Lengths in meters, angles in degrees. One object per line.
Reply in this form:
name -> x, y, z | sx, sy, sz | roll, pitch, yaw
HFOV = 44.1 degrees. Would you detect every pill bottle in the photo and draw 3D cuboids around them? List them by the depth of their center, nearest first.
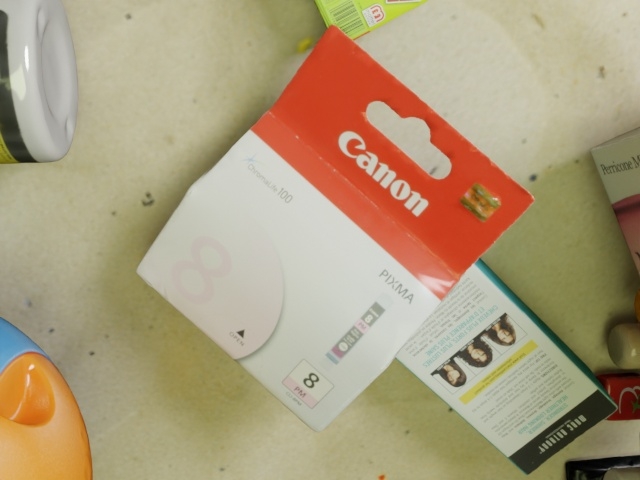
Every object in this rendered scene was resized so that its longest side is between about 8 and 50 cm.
pill bottle -> -0.275, -0.107, 0.510 | 0.208, 0.119, 0.119 | -1, 114, -3

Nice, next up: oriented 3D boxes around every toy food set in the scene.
toy food set -> 0.307, 0.151, 0.666 | 0.104, 0.111, 0.232 | -1, 87, -10

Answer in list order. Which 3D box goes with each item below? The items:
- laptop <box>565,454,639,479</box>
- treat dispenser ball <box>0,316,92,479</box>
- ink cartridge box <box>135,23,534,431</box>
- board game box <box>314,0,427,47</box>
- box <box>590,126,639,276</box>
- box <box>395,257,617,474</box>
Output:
laptop -> 0.356, 0.334, 0.811 | 0.234, 0.136, 0.265 | -5, 88, -3
treat dispenser ball -> -0.305, 0.175, 0.538 | 0.288, 0.288, 0.288 | -2, 114, -4
ink cartridge box -> 0.000, 0.000, 0.559 | 0.189, 0.066, 0.232 | 41, 122, 3
board game box -> 0.010, -0.232, 0.519 | 0.092, 0.043, 0.181 | -27, 113, 7
box -> 0.310, 0.011, 0.542 | 0.126, 0.148, 0.232 | -23, 91, -8
box -> 0.129, 0.083, 0.657 | 0.100, 0.060, 0.244 | -42, 110, 14
